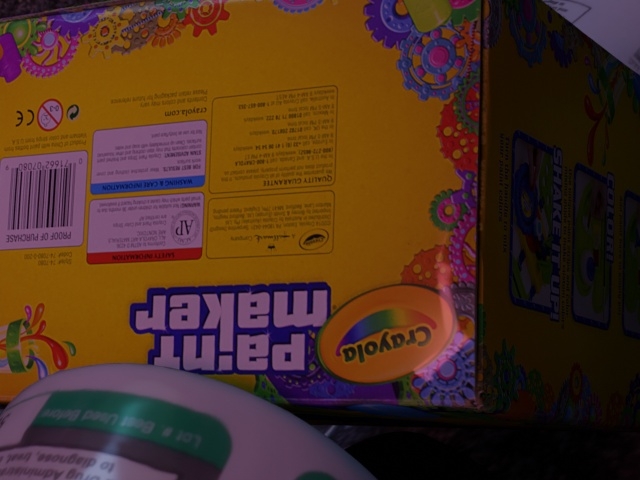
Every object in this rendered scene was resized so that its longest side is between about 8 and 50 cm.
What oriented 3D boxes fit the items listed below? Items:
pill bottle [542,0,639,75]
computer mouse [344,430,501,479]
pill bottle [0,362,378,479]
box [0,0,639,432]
[{"bbox_3d":[0.126,-0.045,0.992,0.283,0.160,0.160,-39,19,-20],"label":"pill bottle"},{"bbox_3d":[0.052,0.150,0.747,0.188,0.072,0.272,-38,19,-14],"label":"computer mouse"},{"bbox_3d":[-0.105,0.236,0.526,0.204,0.204,0.361,-16,33,40],"label":"pill bottle"},{"bbox_3d":[0.000,0.000,0.740,0.290,0.177,0.279,-3,-9,29],"label":"box"}]
